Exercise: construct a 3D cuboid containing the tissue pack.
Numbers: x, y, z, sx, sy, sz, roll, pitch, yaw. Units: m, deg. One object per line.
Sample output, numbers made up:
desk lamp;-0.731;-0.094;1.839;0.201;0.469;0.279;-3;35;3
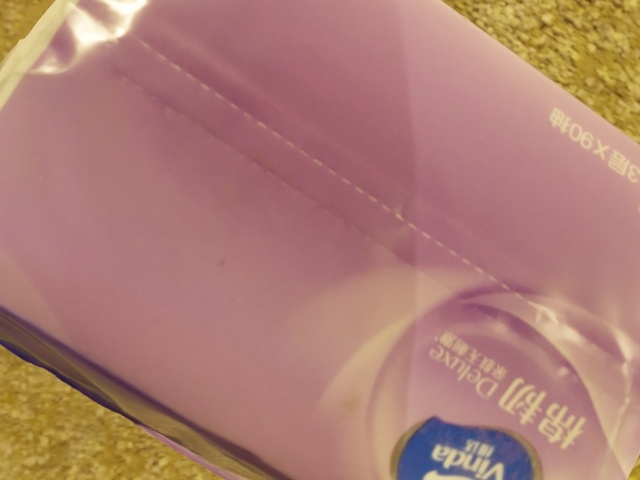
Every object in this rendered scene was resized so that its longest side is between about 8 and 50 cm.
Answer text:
tissue pack;0.000;0.000;0.545;0.338;0.160;0.242;33;73;-11
